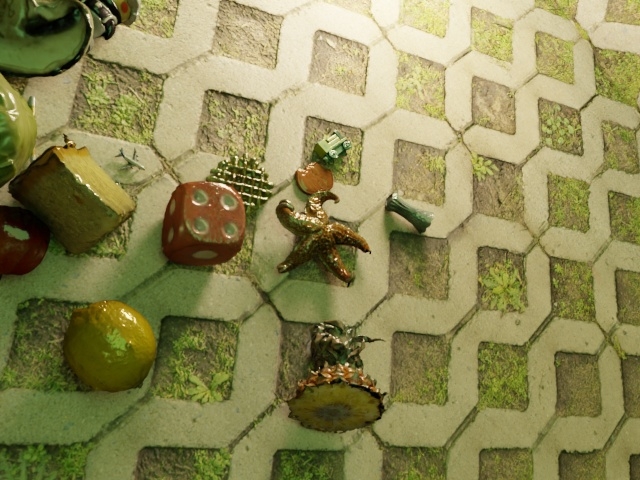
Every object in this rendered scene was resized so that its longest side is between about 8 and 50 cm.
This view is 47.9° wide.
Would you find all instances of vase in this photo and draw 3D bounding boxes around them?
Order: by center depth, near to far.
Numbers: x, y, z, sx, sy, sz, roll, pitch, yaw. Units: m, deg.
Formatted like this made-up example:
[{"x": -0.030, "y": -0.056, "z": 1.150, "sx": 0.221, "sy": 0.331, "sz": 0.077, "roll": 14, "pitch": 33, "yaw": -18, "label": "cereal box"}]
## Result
[{"x": 0.273, "y": -0.090, "z": 2.251, "sx": 0.149, "sy": 0.081, "sz": 0.081, "roll": 30, "pitch": 60, "yaw": -15, "label": "vase"}]

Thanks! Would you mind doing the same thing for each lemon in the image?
[{"x": -0.471, "y": 0.237, "z": 1.620, "sx": 0.231, "sy": 0.192, "sz": 0.192, "roll": 48, "pitch": 55, "yaw": 2, "label": "lemon"}]

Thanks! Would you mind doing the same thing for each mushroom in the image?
[{"x": -0.721, "y": -0.515, "z": 1.747, "sx": 0.345, "sy": 0.130, "sz": 0.247, "roll": -6, "pitch": 98, "yaw": -7, "label": "mushroom"}]

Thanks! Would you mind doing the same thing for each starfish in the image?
[{"x": 0.001, "y": 0.001, "z": 2.038, "sx": 0.312, "sy": 0.113, "sz": 0.303, "roll": -29, "pitch": 88, "yaw": -38, "label": "starfish"}]

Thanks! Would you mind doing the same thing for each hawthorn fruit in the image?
[{"x": -0.694, "y": 0.017, "z": 1.604, "sx": 0.157, "sy": 0.193, "sz": 0.157, "roll": 25, "pitch": 19, "yaw": -9, "label": "hawthorn fruit"}]

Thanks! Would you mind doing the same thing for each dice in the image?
[{"x": -0.301, "y": -0.042, "z": 1.834, "sx": 0.174, "sy": 0.175, "sz": 0.179, "roll": 6, "pitch": 70, "yaw": -28, "label": "dice"}]

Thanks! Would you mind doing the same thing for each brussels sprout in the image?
[{"x": -0.783, "y": -0.245, "z": 1.584, "sx": 0.328, "sy": 0.247, "sz": 0.327, "roll": 6, "pitch": 74, "yaw": -22, "label": "brussels sprout"}]

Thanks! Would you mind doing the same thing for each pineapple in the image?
[{"x": 0.044, "y": 0.328, "z": 1.899, "sx": 0.263, "sy": 0.262, "sz": 0.271, "roll": 24, "pitch": 41, "yaw": -21, "label": "pineapple"}]

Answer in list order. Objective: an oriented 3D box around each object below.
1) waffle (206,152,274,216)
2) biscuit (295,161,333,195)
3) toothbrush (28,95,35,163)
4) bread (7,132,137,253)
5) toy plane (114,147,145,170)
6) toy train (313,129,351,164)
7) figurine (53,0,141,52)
[{"x": -0.221, "y": -0.157, "z": 2.008, "sx": 0.169, "sy": 0.036, "sz": 0.183, "roll": 51, "pitch": 55, "yaw": -2, "label": "waffle"}, {"x": -0.015, "y": -0.184, "z": 2.148, "sx": 0.131, "sy": 0.019, "sz": 0.102, "roll": -21, "pitch": 84, "yaw": -35, "label": "biscuit"}, {"x": -0.705, "y": -0.224, "z": 1.757, "sx": 0.024, "sy": 0.021, "sz": 0.288, "roll": 6, "pitch": 69, "yaw": -39, "label": "toothbrush"}, {"x": -0.524, "y": -0.135, "z": 1.656, "sx": 0.248, "sy": 0.315, "sz": 0.279, "roll": 53, "pitch": 44, "yaw": -14, "label": "bread"}, {"x": -0.493, "y": -0.207, "z": 1.875, "sx": 0.084, "sy": 0.024, "sz": 0.077, "roll": 39, "pitch": 56, "yaw": -20, "label": "toy plane"}, {"x": 0.039, "y": -0.283, "z": 2.202, "sx": 0.081, "sy": 0.050, "sz": 0.122, "roll": 47, "pitch": 54, "yaw": 5, "label": "toy train"}, {"x": -0.589, "y": -0.619, "z": 1.910, "sx": 0.176, "sy": 0.133, "sz": 0.236, "roll": 45, "pitch": 59, "yaw": -11, "label": "figurine"}]
